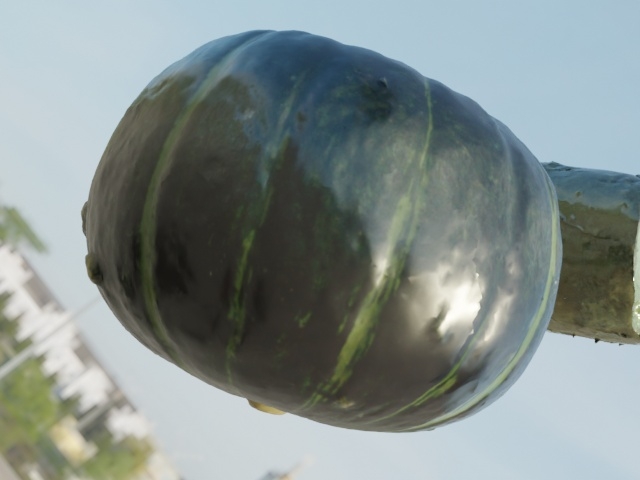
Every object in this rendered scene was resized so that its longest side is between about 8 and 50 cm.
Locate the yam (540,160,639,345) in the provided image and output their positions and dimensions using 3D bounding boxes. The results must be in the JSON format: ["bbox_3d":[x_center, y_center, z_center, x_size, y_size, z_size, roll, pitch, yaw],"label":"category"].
[{"bbox_3d":[0.202,0.004,1.666,0.268,0.161,0.161,9,-37,36],"label":"yam"}]

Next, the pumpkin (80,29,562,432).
[{"bbox_3d":[0.000,0.000,1.206,0.323,0.241,0.323,17,-8,2],"label":"pumpkin"}]
